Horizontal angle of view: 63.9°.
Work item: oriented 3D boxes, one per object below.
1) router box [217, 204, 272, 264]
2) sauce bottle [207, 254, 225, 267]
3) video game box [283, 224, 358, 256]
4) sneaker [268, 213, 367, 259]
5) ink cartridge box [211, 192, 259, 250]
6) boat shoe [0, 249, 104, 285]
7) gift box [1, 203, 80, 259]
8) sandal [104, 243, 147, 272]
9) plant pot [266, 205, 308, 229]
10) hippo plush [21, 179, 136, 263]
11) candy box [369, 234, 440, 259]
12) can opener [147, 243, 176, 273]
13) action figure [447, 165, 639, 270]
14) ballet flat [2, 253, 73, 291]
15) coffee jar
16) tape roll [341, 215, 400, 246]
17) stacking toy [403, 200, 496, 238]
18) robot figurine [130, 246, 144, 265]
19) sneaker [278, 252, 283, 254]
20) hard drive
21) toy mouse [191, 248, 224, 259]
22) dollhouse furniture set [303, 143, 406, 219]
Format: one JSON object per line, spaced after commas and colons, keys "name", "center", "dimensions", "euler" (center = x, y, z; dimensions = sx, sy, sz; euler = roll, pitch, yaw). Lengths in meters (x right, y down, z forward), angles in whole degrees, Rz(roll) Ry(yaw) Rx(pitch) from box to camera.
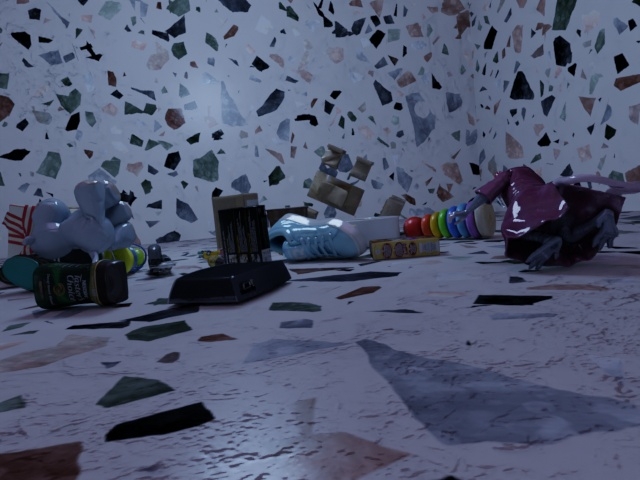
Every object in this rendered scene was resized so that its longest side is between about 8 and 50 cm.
{"name": "router box", "center": [-0.204, -0.002, 1.389], "dimensions": [0.133, 0.179, 0.046], "euler": [-3, 7, 29]}
{"name": "sauce bottle", "center": [-0.297, 0.065, 1.524], "dimensions": [0.042, 0.042, 0.128], "euler": [-8, 4, -32]}
{"name": "video game box", "center": [0.000, 0.000, 1.749], "dimensions": [0.205, 0.048, 0.187], "euler": [-3, 22, 33]}
{"name": "sneaker", "center": [-0.027, 0.018, 1.544], "dimensions": [0.365, 0.135, 0.150], "euler": [8, 45, 46]}
{"name": "ink cartridge box", "center": [-0.334, -0.068, 2.066], "dimensions": [0.193, 0.235, 0.088], "euler": [-1, 7, 37]}
{"name": "boat shoe", "center": [-0.814, 0.080, 1.555], "dimensions": [0.302, 0.114, 0.091], "euler": [-17, 3, 1]}
{"name": "gift box", "center": [-0.951, 0.001, 1.809], "dimensions": [0.276, 0.255, 0.258], "euler": [2, 4, 17]}
{"name": "sandal", "center": [-0.692, 0.055, 1.681], "dimensions": [0.317, 0.126, 0.138], "euler": [8, 9, 28]}
{"name": "plant pot", "center": [-0.122, -0.044, 1.958], "dimensions": [0.166, 0.165, 0.167], "euler": [-4, 4, 0]}
{"name": "hippo plush", "center": [-0.691, -0.021, 1.477], "dimensions": [0.236, 0.294, 0.234], "euler": [-12, -15, 8]}
{"name": "candy box", "center": [0.236, 0.019, 1.461], "dimensions": [0.186, 0.053, 0.109], "euler": [-6, 5, 1]}
{"name": "can opener", "center": [-0.494, 0.059, 1.586], "dimensions": [0.074, 0.093, 0.280], "euler": [-7, 0, -19]}
{"name": "action figure", "center": [0.456, -0.094, 1.131], "dimensions": [0.248, 0.276, 0.370], "euler": [11, 30, -9]}
{"name": "ballet flat", "center": [-0.723, 0.096, 1.378], "dimensions": [0.280, 0.095, 0.096], "euler": [8, 0, 25]}
{"name": "coffee jar", "center": [-0.488, 0.089, 1.056], "dimensions": [0.184, 0.096, 0.079], "euler": [-5, 3, 11]}
{"name": "tape roll", "center": [0.155, -0.033, 1.926], "dimensions": [0.286, 0.100, 0.286], "euler": [-5, 5, 0]}
{"name": "stacking toy", "center": [0.448, -0.058, 1.847], "dimensions": [0.330, 0.141, 0.141], "euler": [-10, 0, 36]}
{"name": "robot figurine", "center": [-0.687, 0.063, 1.843], "dimensions": [0.115, 0.067, 0.101], "euler": [-5, 32, -7]}
{"name": "sneaker", "center": [-0.125, 0.034, 1.815], "dimensions": [0.035, 0.031, 0.083], "euler": [-6, 4, -20]}
{"name": "hard drive", "center": [-0.180, 0.082, 1.065], "dimensions": [0.171, 0.054, 0.254], "euler": [-4, 4, 20]}
{"name": "toy mouse", "center": [-0.399, 0.050, 1.919], "dimensions": [0.161, 0.031, 0.143], "euler": [-6, 5, -14]}
{"name": "dollhouse furniture set", "center": [0.148, -0.168, 2.189], "dimensions": [0.394, 0.362, 0.256], "euler": [24, 10, 7]}
